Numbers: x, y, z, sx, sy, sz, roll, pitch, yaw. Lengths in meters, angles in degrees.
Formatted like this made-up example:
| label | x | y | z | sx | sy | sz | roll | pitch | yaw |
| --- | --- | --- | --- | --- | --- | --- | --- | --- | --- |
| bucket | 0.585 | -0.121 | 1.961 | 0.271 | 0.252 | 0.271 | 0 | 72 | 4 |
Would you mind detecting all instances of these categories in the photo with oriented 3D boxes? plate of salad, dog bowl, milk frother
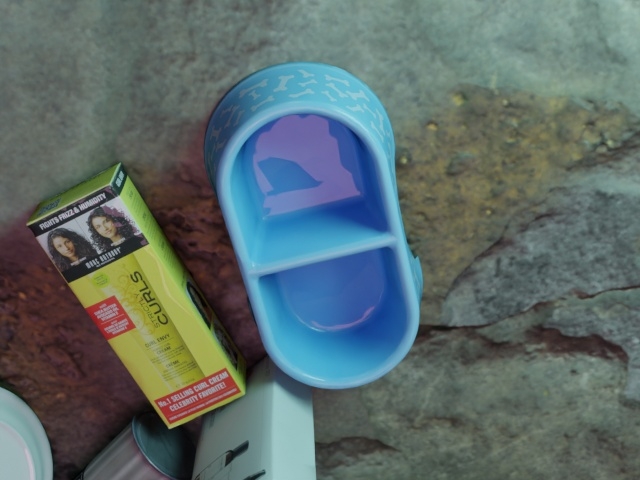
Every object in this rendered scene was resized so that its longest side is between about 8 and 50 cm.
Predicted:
| label | x | y | z | sx | sy | sz | roll | pitch | yaw |
| --- | --- | --- | --- | --- | --- | --- | --- | --- | --- |
| plate of salad | -0.331 | 0.228 | 0.782 | 0.048 | 0.200 | 0.199 | -1 | 120 | 36 |
| dog bowl | 0.000 | 0.000 | 0.744 | 0.166 | 0.074 | 0.297 | -13 | 115 | 2 |
| milk frother | -0.165 | 0.258 | 0.850 | 0.135 | 0.129 | 0.143 | -43 | 153 | 15 |

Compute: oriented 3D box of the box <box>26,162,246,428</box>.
| label | x | y | z | sx | sy | sz | roll | pitch | yaw |
| --- | --- | --- | --- | --- | --- | --- | --- | --- | --- |
| box | -0.156 | 0.053 | 0.766 | 0.087 | 0.058 | 0.232 | -25 | 114 | 7 |

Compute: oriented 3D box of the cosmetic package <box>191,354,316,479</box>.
| label | x | y | z | sx | sy | sz | roll | pitch | yaw |
| --- | --- | --- | --- | --- | --- | --- | --- | --- | --- |
| cosmetic package | -0.058 | 0.196 | 0.738 | 0.099 | 0.239 | 0.060 | -36 | 110 | 12 |
